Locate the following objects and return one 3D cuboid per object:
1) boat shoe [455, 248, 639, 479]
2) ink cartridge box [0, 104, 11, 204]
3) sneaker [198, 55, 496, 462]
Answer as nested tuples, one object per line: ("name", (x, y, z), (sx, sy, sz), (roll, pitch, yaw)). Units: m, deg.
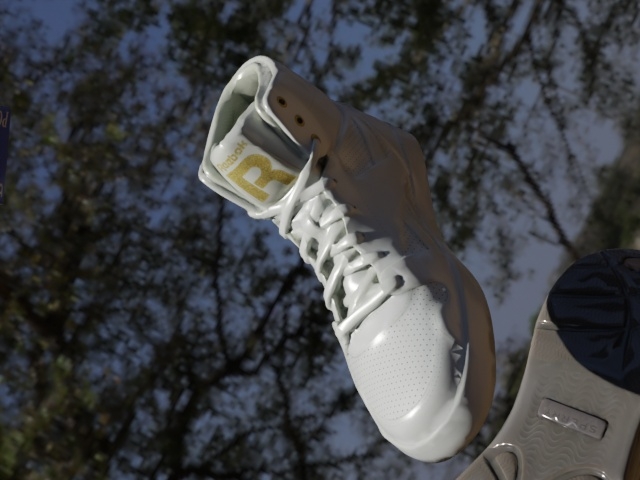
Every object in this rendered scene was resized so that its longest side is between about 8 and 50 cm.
("boat shoe", (0.181, 0.183, 0.863), (0.130, 0.132, 0.355), (37, -100, -50))
("ink cartridge box", (-0.338, -0.079, 1.076), (0.207, 0.046, 0.097), (-22, -62, -82))
("sneaker", (0.000, 0.000, 0.755), (0.108, 0.169, 0.292), (-47, 35, 24))
